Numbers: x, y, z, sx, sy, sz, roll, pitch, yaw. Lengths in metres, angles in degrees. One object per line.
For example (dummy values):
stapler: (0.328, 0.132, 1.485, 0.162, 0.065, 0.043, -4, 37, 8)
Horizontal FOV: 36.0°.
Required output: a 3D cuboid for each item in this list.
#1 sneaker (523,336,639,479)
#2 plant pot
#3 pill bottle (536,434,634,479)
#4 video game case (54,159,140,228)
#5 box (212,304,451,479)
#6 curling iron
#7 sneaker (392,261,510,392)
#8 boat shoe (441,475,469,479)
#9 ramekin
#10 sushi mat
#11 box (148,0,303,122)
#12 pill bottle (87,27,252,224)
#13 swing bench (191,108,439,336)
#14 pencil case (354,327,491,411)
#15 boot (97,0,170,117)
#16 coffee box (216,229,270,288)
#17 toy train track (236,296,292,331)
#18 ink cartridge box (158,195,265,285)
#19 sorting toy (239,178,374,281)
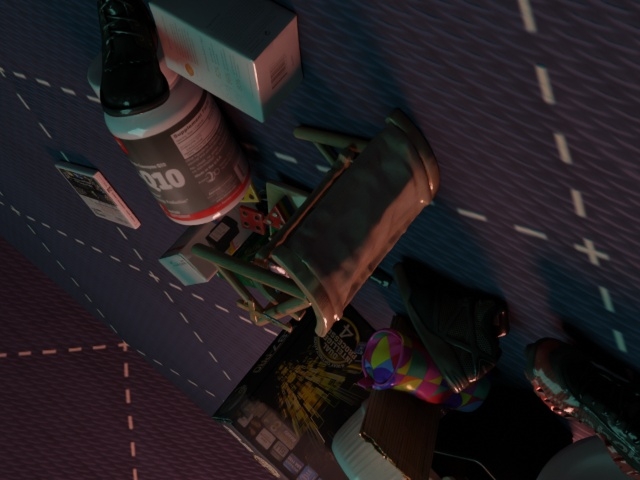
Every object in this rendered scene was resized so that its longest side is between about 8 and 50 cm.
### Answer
sneaker: (0.399, 0.224, 1.330, 0.276, 0.098, 0.135, 42, 159, -8)
plant pot: (0.301, 0.347, 1.628, 0.187, 0.167, 0.188, 48, 156, -18)
pill bottle: (0.488, 0.501, 1.532, 0.229, 0.229, 0.408, 18, 149, 44)
video game case: (-0.518, -0.108, 2.288, 0.190, 0.022, 0.173, 16, 148, 47)
box: (0.042, 0.337, 1.828, 0.395, 0.318, 0.097, 47, 158, -15)
curling iron: (0.000, 0.000, 1.633, 0.274, 0.035, 0.068, 36, 158, 11)
sneaker: (0.198, 0.106, 1.470, 0.227, 0.130, 0.087, 59, 178, 38)
boat shoe: (0.237, 0.435, 1.591, 0.228, 0.068, 0.081, 82, 174, -54)
ramekin: (0.112, 0.381, 1.694, 0.207, 0.109, 0.207, 49, -178, -3)
sushi mat: (0.141, 0.258, 1.597, 0.019, 0.316, 0.151, -32, 108, 29)
box: (-0.118, -0.255, 1.266, 0.170, 0.091, 0.130, 32, 158, 18)
pill bottle: (-0.230, -0.172, 1.511, 0.161, 0.161, 0.283, 21, 151, 40)
swing bench: (0.007, -0.019, 1.294, 0.165, 0.253, 0.254, 50, 157, -23)
pencil case: (0.165, 0.208, 1.560, 0.236, 0.104, 0.104, 20, 173, -37)
boot: (-0.266, -0.304, 1.238, 0.263, 0.091, 0.229, -107, 5, -47)
coffee box: (-0.104, 0.032, 1.764, 0.184, 0.113, 0.040, 13, 142, 52)
toy train track: (-0.071, 0.095, 1.280, 0.083, 0.014, 0.048, 25, 147, 20)
ink cartridge box: (-0.188, -0.007, 1.737, 0.072, 0.175, 0.127, 47, 158, -15)
sorting toy: (-0.042, -0.020, 1.586, 0.274, 0.046, 0.132, 22, 138, 23)
